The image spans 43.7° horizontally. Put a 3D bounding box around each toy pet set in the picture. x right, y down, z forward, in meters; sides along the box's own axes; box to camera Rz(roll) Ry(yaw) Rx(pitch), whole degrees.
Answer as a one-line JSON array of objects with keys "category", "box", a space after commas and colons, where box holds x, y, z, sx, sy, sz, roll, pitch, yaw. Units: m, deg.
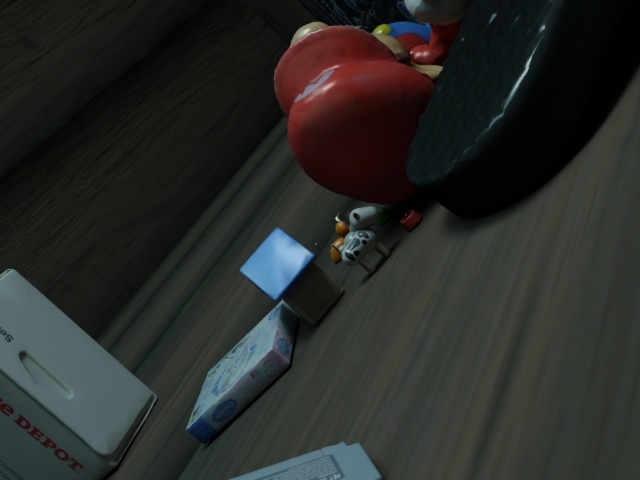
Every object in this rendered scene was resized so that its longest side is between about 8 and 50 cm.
[{"category": "toy pet set", "box": [0.000, 0.000, 0.593, 0.114, 0.065, 0.122, -49, 10, -7]}]

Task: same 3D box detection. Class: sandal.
[{"category": "sandal", "box": [0.193, -0.201, 0.521, 0.445, 0.107, 0.167, -63, 15, -11]}]

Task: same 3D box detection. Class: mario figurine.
[{"category": "mario figurine", "box": [0.044, -0.154, 0.658, 0.320, 0.170, 0.198, -52, -32, -59]}]

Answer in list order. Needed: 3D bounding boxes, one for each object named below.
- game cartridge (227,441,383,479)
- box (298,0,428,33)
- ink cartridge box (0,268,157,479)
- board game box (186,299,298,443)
[{"category": "game cartridge", "box": [-0.017, 0.106, 0.318, 0.083, 0.017, 0.056, -17, 4, -7]}, {"category": "box", "box": [0.095, -0.461, 1.262, 0.212, 0.293, 0.395, -49, 10, -4]}, {"category": "ink cartridge box", "box": [-0.345, 0.203, 0.835, 0.289, 0.211, 0.121, -41, 11, 25]}, {"category": "board game box", "box": [-0.055, 0.095, 0.591, 0.090, 0.020, 0.090, -45, 11, 15]}]
